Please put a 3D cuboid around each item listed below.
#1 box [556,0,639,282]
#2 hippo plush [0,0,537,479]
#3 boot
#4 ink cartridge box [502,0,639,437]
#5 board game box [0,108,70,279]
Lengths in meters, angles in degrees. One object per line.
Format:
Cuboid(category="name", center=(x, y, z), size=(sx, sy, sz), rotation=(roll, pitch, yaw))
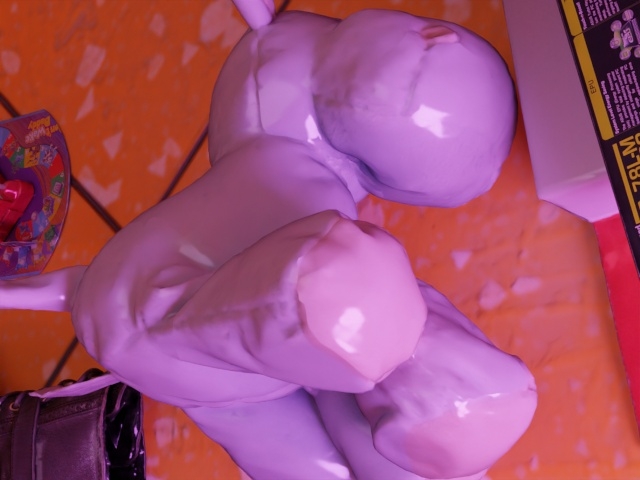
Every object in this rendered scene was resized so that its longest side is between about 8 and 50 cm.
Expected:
Cuboid(category="box", center=(0.201, -0.090, 0.516), size=(0.184, 0.045, 0.190), rotation=(-27, 64, 33))
Cuboid(category="hippo plush", center=(0.000, 0.000, 0.670), size=(0.294, 0.234, 0.236), rotation=(1, 54, 34))
Cuboid(category="boot", center=(-0.217, 0.124, 0.861), size=(0.229, 0.091, 0.263), rotation=(-18, 73, 28))
Cuboid(category="ink cartridge box", center=(0.240, -0.062, 0.549), size=(0.296, 0.066, 0.261), rotation=(-21, 66, 33))
Cuboid(category="board game box", center=(-0.265, -0.035, 0.957), size=(0.169, 0.033, 0.133), rotation=(-8, 75, 36))
